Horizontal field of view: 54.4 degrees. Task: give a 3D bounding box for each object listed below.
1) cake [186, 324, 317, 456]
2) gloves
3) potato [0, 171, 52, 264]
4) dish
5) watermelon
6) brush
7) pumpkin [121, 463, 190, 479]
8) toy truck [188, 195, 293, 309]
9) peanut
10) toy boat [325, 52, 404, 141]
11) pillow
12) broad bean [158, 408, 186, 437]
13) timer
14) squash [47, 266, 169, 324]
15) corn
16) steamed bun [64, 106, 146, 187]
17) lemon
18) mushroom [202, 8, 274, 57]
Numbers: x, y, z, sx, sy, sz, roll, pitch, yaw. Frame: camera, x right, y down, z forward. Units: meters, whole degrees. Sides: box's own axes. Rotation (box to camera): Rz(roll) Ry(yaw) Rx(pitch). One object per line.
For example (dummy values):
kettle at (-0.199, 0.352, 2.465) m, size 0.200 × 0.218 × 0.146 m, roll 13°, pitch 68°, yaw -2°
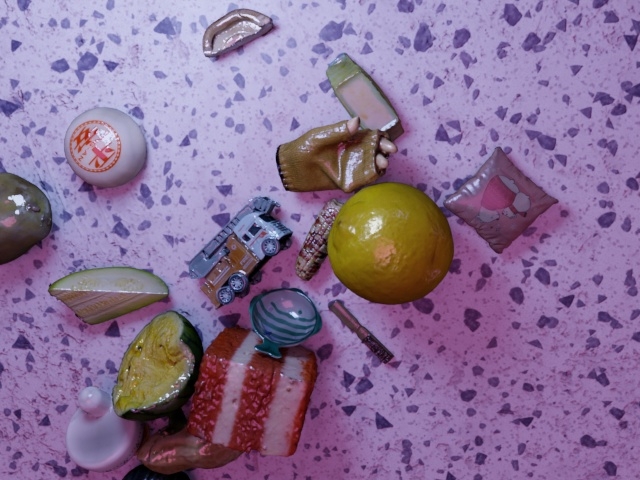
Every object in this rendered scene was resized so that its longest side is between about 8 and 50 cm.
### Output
cake at (-0.185, 0.435, 1.799) m, size 0.320 × 0.270 × 0.269 m, roll 15°, pitch 103°, yaw 3°
gloves at (0.042, -0.226, 1.681) m, size 0.356 × 0.155 × 0.203 m, roll -3°, pitch 114°, yaw 32°
potato at (-0.935, -0.063, 1.806) m, size 0.326 × 0.221 × 0.243 m, roll -31°, pitch 88°, yaw 23°
dish at (-0.113, 0.250, 1.810) m, size 0.224 × 0.246 × 0.078 m, roll 20°, pitch 138°, yaw 8°
watermelon at (-0.455, 0.388, 1.827) m, size 0.331 × 0.331 × 0.189 m, roll -42°, pitch 116°, yaw 12°
brush at (0.122, 0.274, 1.854) m, size 0.043 × 0.036 × 0.248 m, roll -43°, pitch 94°, yaw 8°
pumpkin at (-0.527, 0.829, 1.930) m, size 0.248 × 0.248 × 0.248 m, roll 1°, pitch 101°, yaw 6°
toy truck at (-0.224, 0.025, 1.795) m, size 0.184 × 0.133 × 0.338 m, roll 44°, pitch 105°, yaw 6°
peanut at (-0.385, 0.628, 1.914) m, size 0.340 × 0.174 × 0.158 m, roll -12°, pitch 124°, yaw 11°
toy boat at (0.119, -0.382, 1.698) m, size 0.111 × 0.084 × 0.276 m, roll -35°, pitch 97°, yaw 14°
pillow at (0.493, -0.106, 1.712) m, size 0.236 × 0.084 × 0.223 m, roll 40°, pitch 101°, yaw -5°
broad bean at (-0.500, 0.507, 1.904) m, size 0.292 × 0.144 × 0.049 m, roll 30°, pitch 101°, yaw 40°
timer at (-0.666, 0.578, 1.897) m, size 0.234 × 0.240 × 0.233 m, roll -6°, pitch 58°, yaw 10°
squash at (-0.625, 0.125, 1.862) m, size 0.289 × 0.111 × 0.203 m, roll -23°, pitch 130°, yaw 14°
corn at (0.000, 0.000, 1.789) m, size 0.086 × 0.086 × 0.253 m, roll 29°, pitch 105°, yaw 0°
steamed bun at (-0.621, -0.262, 1.770) m, size 0.232 × 0.145 × 0.231 m, roll 1°, pitch 102°, yaw 6°
lemon at (0.188, 0.013, 1.647) m, size 0.348 × 0.348 × 0.348 m, roll 1°, pitch 101°, yaw 6°
mushroom at (-0.234, -0.576, 1.702) m, size 0.210 × 0.072 × 0.094 m, roll -27°, pitch 99°, yaw 7°
